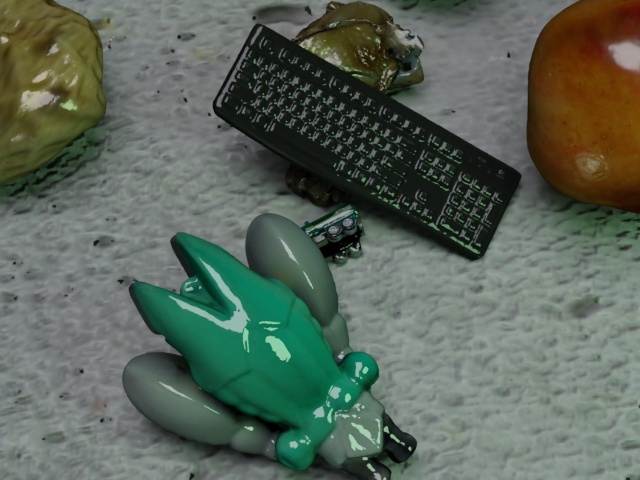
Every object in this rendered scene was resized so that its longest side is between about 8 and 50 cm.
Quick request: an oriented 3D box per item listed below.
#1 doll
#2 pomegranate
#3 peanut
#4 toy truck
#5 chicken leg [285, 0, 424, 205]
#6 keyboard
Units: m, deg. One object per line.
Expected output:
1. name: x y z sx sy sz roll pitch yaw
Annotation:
1. doll: -0.055 0.110 1.374 0.195 0.153 0.258 -22 88 -18
2. pomegranate: 0.270 -0.123 1.422 0.209 0.209 0.209 -2 63 4
3. peanut: -0.298 -0.154 1.532 0.233 0.110 0.196 34 81 18
4. toy truck: 0.000 0.000 1.476 0.083 0.039 0.044 -27 47 -11
5. chicken leg: 0.012 -0.135 1.524 0.125 0.080 0.196 32 71 8
6. keyboard: -0.005 -0.111 1.463 0.381 0.041 0.103 27 74 -2
